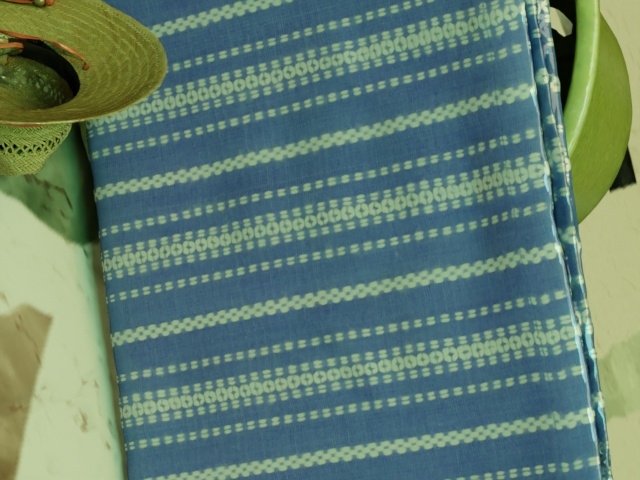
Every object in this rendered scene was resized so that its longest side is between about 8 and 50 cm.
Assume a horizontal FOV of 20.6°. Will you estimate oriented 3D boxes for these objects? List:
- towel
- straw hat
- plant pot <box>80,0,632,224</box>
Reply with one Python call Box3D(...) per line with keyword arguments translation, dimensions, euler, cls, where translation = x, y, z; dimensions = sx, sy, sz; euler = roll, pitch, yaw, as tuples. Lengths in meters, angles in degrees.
Box3D(translation=(0.000, 0.000, 0.808), dimensions=(0.040, 0.243, 0.336), euler=(11, 69, -64), cls="towel")
Box3D(translation=(-0.142, -0.064, 0.809), dimensions=(0.144, 0.144, 0.061), euler=(-46, 153, -53), cls="straw hat")
Box3D(translation=(0.050, -0.086, 0.956), dimensions=(0.254, 0.276, 0.276), euler=(10, 66, -65), cls="plant pot")
